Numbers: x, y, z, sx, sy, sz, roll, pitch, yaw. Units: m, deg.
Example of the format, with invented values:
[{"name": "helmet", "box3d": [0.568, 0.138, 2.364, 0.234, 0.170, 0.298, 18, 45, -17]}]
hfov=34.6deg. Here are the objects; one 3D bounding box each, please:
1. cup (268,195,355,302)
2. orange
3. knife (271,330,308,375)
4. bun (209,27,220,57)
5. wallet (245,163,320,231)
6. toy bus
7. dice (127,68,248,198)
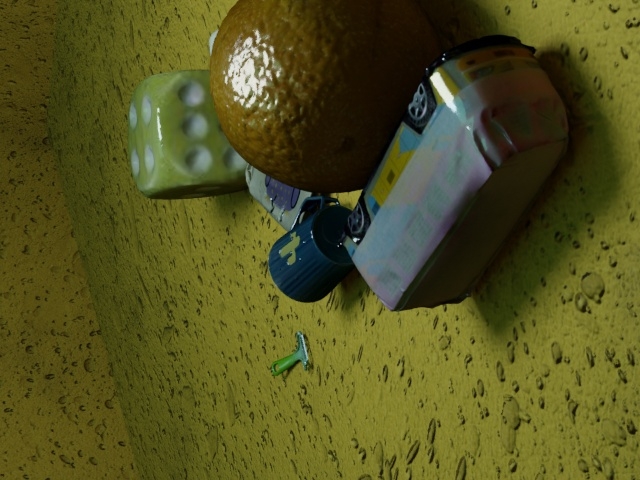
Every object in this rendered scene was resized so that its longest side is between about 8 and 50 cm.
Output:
[{"name": "cup", "box3d": [0.000, 0.000, 1.734, 0.155, 0.131, 0.176, -39, 49, 56]}, {"name": "orange", "box3d": [0.006, -0.233, 1.420, 0.357, 0.322, 0.322, -106, 23, -54]}, {"name": "knife", "box3d": [-0.058, 0.236, 2.020, 0.166, 0.022, 0.078, 135, 131, -58]}, {"name": "bun", "box3d": [-0.118, -0.301, 1.769, 0.263, 0.175, 0.263, -17, 67, 46]}, {"name": "wallet", "box3d": [-0.070, -0.173, 1.900, 0.335, 0.068, 0.275, 43, 131, 53]}, {"name": "toy bus", "box3d": [0.175, -0.068, 1.295, 0.162, 0.171, 0.386, 58, 146, 26]}, {"name": "dice", "box3d": [-0.263, -0.215, 2.125, 0.233, 0.226, 0.238, -16, 80, 63]}]
